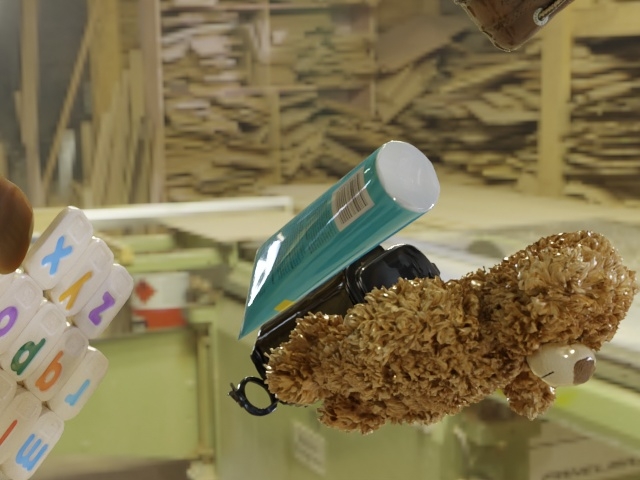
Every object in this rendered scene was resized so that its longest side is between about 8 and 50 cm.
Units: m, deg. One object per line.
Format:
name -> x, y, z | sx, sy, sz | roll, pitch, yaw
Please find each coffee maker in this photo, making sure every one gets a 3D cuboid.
coffee maker -> 0.022, 0.097, 1.244 | 0.178, 0.120, 0.171 | -39, 16, 48

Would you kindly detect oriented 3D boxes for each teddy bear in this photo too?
teddy bear -> 0.112, 0.103, 1.080 | 0.338, 0.113, 0.245 | -11, -40, 16

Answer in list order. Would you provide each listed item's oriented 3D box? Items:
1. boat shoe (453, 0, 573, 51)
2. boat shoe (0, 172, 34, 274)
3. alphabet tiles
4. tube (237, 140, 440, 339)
boat shoe -> 0.180, -0.186, 0.644 | 0.257, 0.095, 0.095 | -30, 13, 2
boat shoe -> -0.229, -0.040, 0.728 | 0.073, 0.073, 0.207 | 20, -26, 9
alphabet tiles -> -0.268, 0.110, 1.050 | 0.021, 0.278, 0.284 | 28, -17, 21
tube -> 0.000, 0.000, 0.877 | 0.052, 0.080, 0.207 | 32, -39, -20
